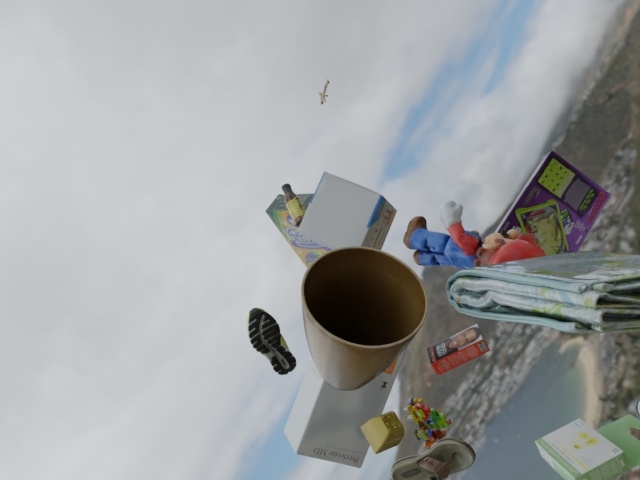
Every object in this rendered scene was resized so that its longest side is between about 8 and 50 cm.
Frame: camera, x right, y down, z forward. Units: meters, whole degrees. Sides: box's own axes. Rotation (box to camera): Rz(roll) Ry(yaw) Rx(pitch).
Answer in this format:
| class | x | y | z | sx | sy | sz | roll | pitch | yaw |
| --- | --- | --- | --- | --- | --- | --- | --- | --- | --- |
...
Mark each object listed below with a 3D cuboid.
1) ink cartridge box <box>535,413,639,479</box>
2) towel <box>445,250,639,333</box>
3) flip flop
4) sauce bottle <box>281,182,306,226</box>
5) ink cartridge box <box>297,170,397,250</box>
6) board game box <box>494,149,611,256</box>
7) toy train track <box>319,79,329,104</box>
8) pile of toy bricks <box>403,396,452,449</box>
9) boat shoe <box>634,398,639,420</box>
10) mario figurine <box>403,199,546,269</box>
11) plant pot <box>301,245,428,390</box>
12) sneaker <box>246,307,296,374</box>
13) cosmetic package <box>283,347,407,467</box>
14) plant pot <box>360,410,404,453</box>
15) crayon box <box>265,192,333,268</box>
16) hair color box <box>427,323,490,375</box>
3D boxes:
| class | x | y | z | sx | sy | sz | roll | pitch | yaw |
| --- | --- | --- | --- | --- | --- | --- | --- | --- | --- |
| ink cartridge box | 0.616 | 0.443 | 1.462 | 0.235 | 0.056 | 0.171 | -26 | 13 | -5 |
| towel | 0.442 | 0.082 | 1.134 | 0.374 | 0.321 | 0.090 | -172 | 78 | -69 |
| flip flop | 0.305 | 0.624 | 1.840 | 0.277 | 0.112 | 0.080 | -31 | 13 | 29 |
| sauce bottle | -0.070 | -0.095 | 1.767 | 0.042 | 0.128 | 0.042 | -19 | -27 | -10 |
| ink cartridge box | 0.077 | -0.050 | 1.738 | 0.171 | 0.168 | 0.233 | -67 | -17 | 0 |
| board game box | 0.611 | -0.053 | 1.795 | 0.346 | 0.208 | 0.056 | -52 | -5 | -20 |
| toy train track | 0.015 | -0.452 | 2.045 | 0.014 | 0.048 | 0.083 | -9 | -42 | -27 |
| pile of toy bricks | 0.358 | 0.573 | 2.112 | 0.105 | 0.212 | 0.118 | -21 | 18 | 29 |
| boat shoe | 0.870 | 0.493 | 1.694 | 0.095 | 0.254 | 0.079 | -50 | 8 | -19 |
| mario figurine | 0.360 | 0.010 | 1.514 | 0.198 | 0.321 | 0.170 | 8 | -86 | -48 |
| plant pot | 0.068 | 0.183 | 1.325 | 0.237 | 0.237 | 0.254 | -46 | -23 | -39 |
| sneaker | -0.136 | 0.245 | 1.698 | 0.082 | 0.094 | 0.208 | -28 | -59 | -8 |
| cosmetic package | 0.081 | 0.438 | 2.061 | 0.453 | 0.230 | 0.161 | -70 | 19 | 4 |
| plant pot | 0.168 | 0.483 | 1.724 | 0.081 | 0.081 | 0.083 | -11 | -35 | -33 |
| crayon box | 0.000 | 0.000 | 2.055 | 0.083 | 0.203 | 0.323 | -55 | -54 | -29 |
| hair color box | 0.335 | 0.267 | 1.642 | 0.141 | 0.043 | 0.072 | -29 | 22 | 13 |
